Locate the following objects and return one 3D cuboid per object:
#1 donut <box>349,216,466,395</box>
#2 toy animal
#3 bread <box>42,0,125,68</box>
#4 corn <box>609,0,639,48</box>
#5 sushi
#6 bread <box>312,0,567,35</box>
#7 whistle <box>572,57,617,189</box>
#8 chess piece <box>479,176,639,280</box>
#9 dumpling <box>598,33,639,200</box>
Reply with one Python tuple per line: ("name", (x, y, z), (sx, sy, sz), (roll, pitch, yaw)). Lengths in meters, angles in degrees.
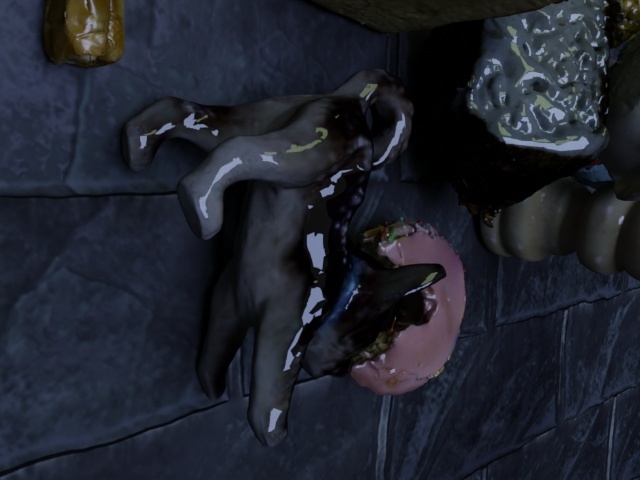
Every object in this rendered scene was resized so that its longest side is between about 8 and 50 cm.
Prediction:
("donut", (0.111, 0.088, 0.762), (0.199, 0.085, 0.232), (14, 88, -38))
("toy animal", (0.000, 0.000, 0.595), (0.303, 0.194, 0.344), (-24, 117, -28))
("bread", (-0.200, -0.213, 0.482), (0.053, 0.074, 0.132), (4, 96, -50))
("corn", (0.481, -0.401, 0.914), (0.387, 0.144, 0.143), (-38, 119, -43))
("sushi", (0.245, -0.219, 0.757), (0.235, 0.207, 0.348), (21, 69, -3))
("bread", (0.114, -0.386, 0.580), (0.207, 0.279, 0.278), (4, 97, -41))
("whistle", (0.453, -0.166, 0.947), (0.189, 0.189, 0.348), (-60, 138, -15))
("chess piece", (0.401, -0.019, 0.828), (0.167, 0.300, 0.167), (-15, 115, -36))
("dumpling", (0.442, -0.185, 0.703), (0.175, 0.227, 0.243), (-11, 78, -27))
